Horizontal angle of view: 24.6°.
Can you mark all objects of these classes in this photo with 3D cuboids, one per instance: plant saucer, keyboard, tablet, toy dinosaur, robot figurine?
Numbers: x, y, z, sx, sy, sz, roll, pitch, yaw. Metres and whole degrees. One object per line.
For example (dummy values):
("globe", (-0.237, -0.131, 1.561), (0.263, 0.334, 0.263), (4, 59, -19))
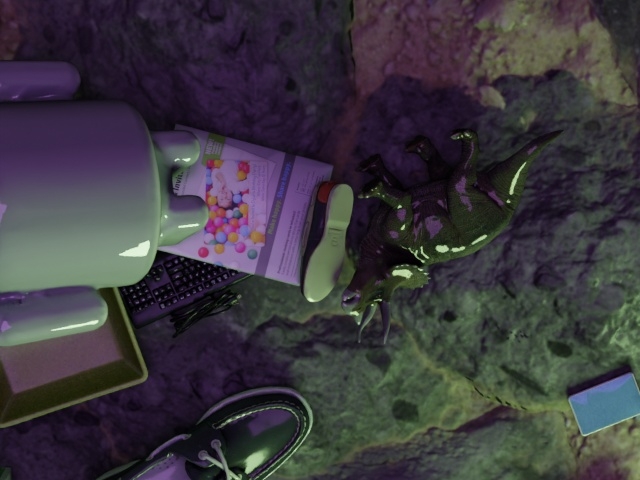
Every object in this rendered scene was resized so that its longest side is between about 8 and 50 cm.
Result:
("plant saucer", (-0.314, 0.098, 1.683), (0.188, 0.045, 0.188), (-18, 99, 0))
("keyboard", (-0.136, 0.045, 1.686), (0.192, 0.038, 0.100), (-26, 100, 3))
("tablet", (0.342, 0.195, 1.748), (0.083, 0.006, 0.054), (-22, 100, 2))
("toy dinosaur", (0.137, -0.035, 1.662), (0.314, 0.121, 0.160), (-30, 112, -2))
("robot figurine", (-0.298, -0.043, 1.512), (0.354, 0.200, 0.299), (-4, 77, -24))

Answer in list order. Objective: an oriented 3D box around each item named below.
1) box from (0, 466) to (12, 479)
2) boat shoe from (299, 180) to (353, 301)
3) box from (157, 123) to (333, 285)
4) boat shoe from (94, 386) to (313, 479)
("box", (-0.410, 0.324, 1.695), (0.101, 0.087, 0.101), (-2, 100, -2))
("boat shoe", (0.000, 0.000, 1.629), (0.049, 0.043, 0.137), (14, 88, -42))
("box", (-0.093, -0.039, 1.660), (0.186, 0.038, 0.145), (15, 86, -4))
("boat shoe", (-0.143, 0.273, 1.696), (0.303, 0.091, 0.114), (-33, 100, 3))
